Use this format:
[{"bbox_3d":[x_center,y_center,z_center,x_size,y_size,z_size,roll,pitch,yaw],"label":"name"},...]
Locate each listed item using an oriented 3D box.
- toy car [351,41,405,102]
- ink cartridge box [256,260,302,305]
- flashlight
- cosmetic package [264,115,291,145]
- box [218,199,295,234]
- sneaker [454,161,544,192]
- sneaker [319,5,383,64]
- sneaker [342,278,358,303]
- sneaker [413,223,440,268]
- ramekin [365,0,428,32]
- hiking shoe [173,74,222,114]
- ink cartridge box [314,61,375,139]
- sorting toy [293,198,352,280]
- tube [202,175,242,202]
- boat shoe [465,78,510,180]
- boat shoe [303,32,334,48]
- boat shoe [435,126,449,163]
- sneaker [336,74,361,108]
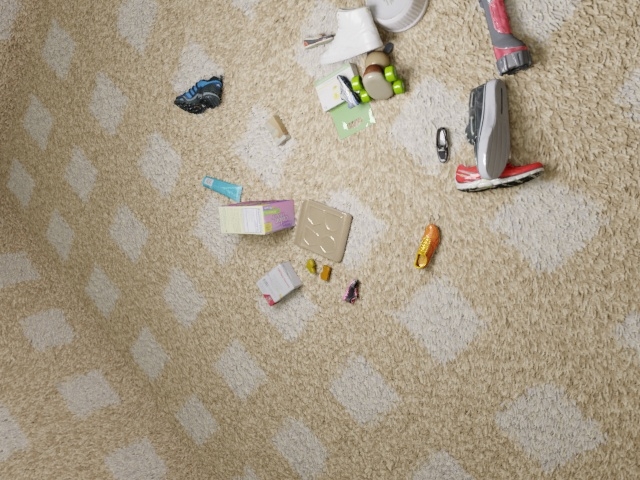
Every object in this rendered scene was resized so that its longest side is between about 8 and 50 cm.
[{"bbox_3d":[0.207,-0.611,1.769,0.155,0.149,0.188,-7,68,28],"label":"toy car"},{"bbox_3d":[-0.182,0.191,2.202,0.175,0.072,0.127,-38,78,33],"label":"ink cartridge box"},{"bbox_3d":[0.560,-0.665,1.521,0.103,0.103,0.303,-13,92,8],"label":"flashlight"},{"bbox_3d":[-0.178,-0.459,2.080,0.060,0.041,0.115,-37,79,33],"label":"cosmetic package"},{"bbox_3d":[-0.268,-0.103,2.110,0.243,0.214,0.117,3,102,33],"label":"box"},{"bbox_3d":[0.569,-0.230,1.608,0.279,0.107,0.118,-6,86,31],"label":"sneaker"},{"bbox_3d":[0.087,-0.732,1.766,0.293,0.108,0.169,2,118,49],"label":"sneaker"},{"bbox_3d":[0.134,0.208,2.021,0.057,0.047,0.119,32,123,17],"label":"sneaker"},{"bbox_3d":[0.386,0.025,1.800,0.064,0.067,0.174,20,109,30],"label":"sneaker"},{"bbox_3d":[0.250,-0.821,1.683,0.207,0.109,0.207,7,104,32],"label":"ramekin"},{"bbox_3d":[-0.545,-0.659,2.260,0.304,0.113,0.131,4,72,39],"label":"hiking shoe"},{"bbox_3d":[0.091,-0.524,1.885,0.171,0.056,0.234,-20,87,34],"label":"ink cartridge box"},{"bbox_3d":[0.000,0.000,2.068,0.229,0.041,0.306,21,111,23],"label":"sorting toy"},{"bbox_3d":[-0.452,-0.244,2.305,0.207,0.052,0.080,22,116,22],"label":"tube"},{"bbox_3d":[0.523,-0.343,1.581,0.119,0.121,0.334,-8,68,52],"label":"boat shoe"},{"bbox_3d":[-0.008,-0.768,1.902,0.137,0.049,0.043,-1,97,38],"label":"boat shoe"},{"bbox_3d":[0.419,-0.329,1.719,0.046,0.038,0.125,7,104,32],"label":"boat shoe"},{"bbox_3d":[0.090,-0.542,1.819,0.058,0.052,0.135,-34,82,37],"label":"sneaker"}]
